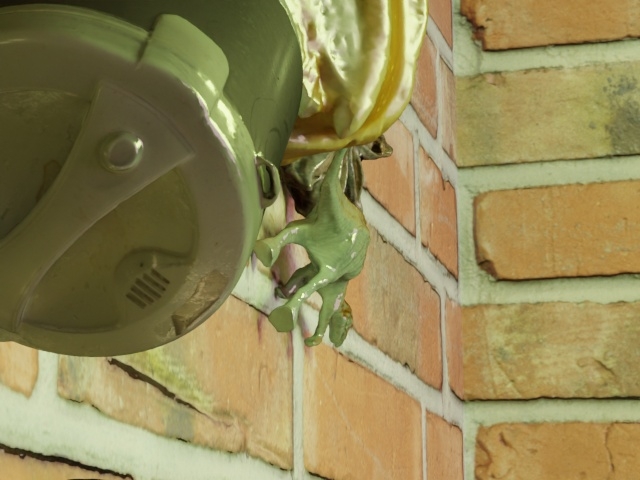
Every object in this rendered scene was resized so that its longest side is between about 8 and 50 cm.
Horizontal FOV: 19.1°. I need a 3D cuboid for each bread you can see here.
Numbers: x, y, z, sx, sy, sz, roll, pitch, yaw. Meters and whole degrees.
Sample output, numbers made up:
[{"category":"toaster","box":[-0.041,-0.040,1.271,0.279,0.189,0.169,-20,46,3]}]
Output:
[{"category":"bread","box":[-0.061,-0.203,1.628,0.210,0.341,0.300,-5,83,-40]}]

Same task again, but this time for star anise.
[{"category":"star anise","box":[0.003,-0.140,2.374,0.236,0.109,0.223,-66,146,-26]}]

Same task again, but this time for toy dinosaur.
[{"category":"toy dinosaur","box":[0.000,0.000,2.248,0.205,0.092,0.393,-32,140,-44]}]

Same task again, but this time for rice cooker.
[{"category":"rice cooker","box":[-0.164,-0.078,1.352,0.277,0.288,0.288,-73,155,-52]}]

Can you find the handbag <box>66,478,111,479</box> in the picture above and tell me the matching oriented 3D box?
[{"category":"handbag","box":[-0.176,0.327,1.601,0.247,0.080,0.223,58,39,-67]}]
